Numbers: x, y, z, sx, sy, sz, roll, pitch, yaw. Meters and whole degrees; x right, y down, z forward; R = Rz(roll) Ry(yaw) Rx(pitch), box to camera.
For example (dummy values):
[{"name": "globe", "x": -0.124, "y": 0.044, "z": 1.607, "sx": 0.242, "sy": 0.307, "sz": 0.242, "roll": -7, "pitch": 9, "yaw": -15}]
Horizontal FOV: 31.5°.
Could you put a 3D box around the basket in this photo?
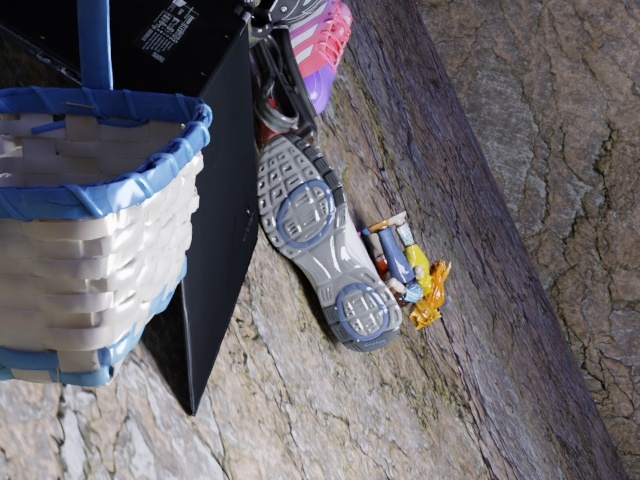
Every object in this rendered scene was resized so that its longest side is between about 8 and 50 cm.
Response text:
[{"name": "basket", "x": -0.180, "y": -0.068, "z": 0.719, "sx": 0.255, "sy": 0.201, "sz": 0.289, "roll": -61, "pitch": 157, "yaw": -70}]

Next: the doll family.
[{"name": "doll family", "x": 0.122, "y": 0.047, "z": 1.663, "sx": 0.163, "sy": 0.118, "sz": 0.263, "roll": 66, "pitch": 17, "yaw": 0}]

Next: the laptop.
[{"name": "laptop", "x": -0.199, "y": -0.114, "z": 1.093, "sx": 0.408, "sy": 0.236, "sz": 0.382, "roll": 32, "pitch": 25, "yaw": -9}]

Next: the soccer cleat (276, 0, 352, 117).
[{"name": "soccer cleat", "x": -0.003, "y": -0.314, "z": 1.746, "sx": 0.318, "sy": 0.116, "sz": 0.108, "roll": -97, "pitch": 171, "yaw": -46}]

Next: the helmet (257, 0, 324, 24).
[{"name": "helmet", "x": -0.054, "y": -0.400, "z": 1.645, "sx": 0.161, "sy": 0.169, "sz": 0.169, "roll": 50, "pitch": 22, "yaw": -23}]

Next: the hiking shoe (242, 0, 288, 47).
[{"name": "hiking shoe", "x": -0.131, "y": -0.314, "z": 1.391, "sx": 0.227, "sy": 0.114, "sz": 0.086, "roll": 41, "pitch": 30, "yaw": -54}]

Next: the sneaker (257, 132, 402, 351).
[{"name": "sneaker", "x": 0.000, "y": 0.000, "z": 1.436, "sx": 0.129, "sy": 0.111, "sz": 0.297, "roll": -111, "pitch": 177, "yaw": -75}]

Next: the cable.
[{"name": "cable", "x": -0.074, "y": -0.198, "z": 1.556, "sx": 0.139, "sy": 0.072, "sz": 0.287, "roll": 29, "pitch": 27, "yaw": -49}]
